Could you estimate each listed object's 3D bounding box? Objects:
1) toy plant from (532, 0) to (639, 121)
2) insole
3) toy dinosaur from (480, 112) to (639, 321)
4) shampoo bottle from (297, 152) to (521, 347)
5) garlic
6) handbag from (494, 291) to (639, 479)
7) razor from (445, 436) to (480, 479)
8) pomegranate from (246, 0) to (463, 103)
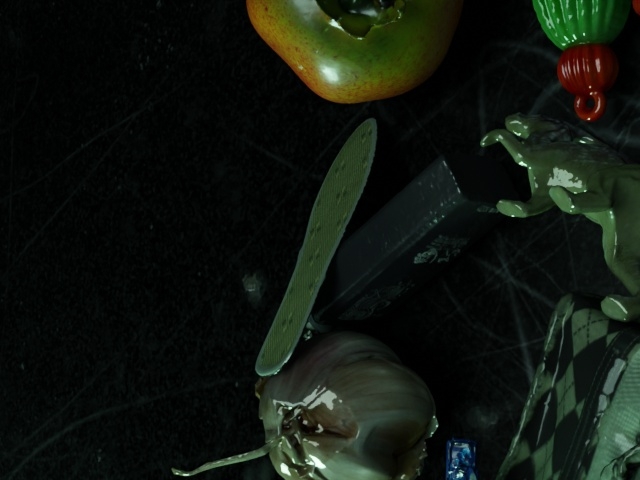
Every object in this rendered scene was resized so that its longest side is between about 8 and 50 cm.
[{"bbox_3d":[0.247,-0.244,1.175,0.154,0.088,0.240,-40,60,35],"label":"toy plant"},{"bbox_3d":[0.000,0.000,1.356,0.109,0.007,0.322,-23,39,57],"label":"insole"},{"bbox_3d":[0.243,-0.039,1.108,0.294,0.162,0.077,49,139,34],"label":"toy dinosaur"},{"bbox_3d":[0.064,0.023,1.334,0.309,0.098,0.071,-42,63,36],"label":"shampoo bottle"},{"bbox_3d":[-0.007,0.219,1.327,0.207,0.256,0.207,47,161,21],"label":"garlic"},{"bbox_3d":[0.301,0.261,0.987,0.416,0.180,0.317,32,101,47],"label":"handbag"},{"bbox_3d":[0.196,0.211,0.957,0.324,0.056,0.093,0,86,52],"label":"razor"},{"bbox_3d":[0.040,-0.244,1.282,0.257,0.221,0.221,-99,25,-77],"label":"pomegranate"}]
